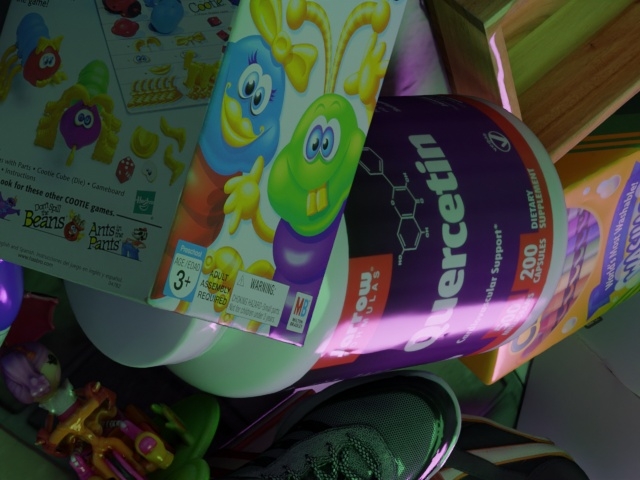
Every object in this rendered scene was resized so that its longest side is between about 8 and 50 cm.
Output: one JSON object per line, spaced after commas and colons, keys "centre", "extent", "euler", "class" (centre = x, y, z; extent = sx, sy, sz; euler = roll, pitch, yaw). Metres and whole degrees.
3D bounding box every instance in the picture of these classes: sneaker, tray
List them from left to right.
{"centre": [-0.009, 0.165, 1.174], "extent": [0.268, 0.101, 0.153], "euler": [-29, -177, -16], "class": "sneaker"}
{"centre": [0.085, 0.230, 1.641], "extent": [0.321, 0.127, 0.126], "euler": [2, 122, -21], "class": "sneaker"}
{"centre": [0.259, -0.236, 1.340], "extent": [0.411, 0.076, 0.203], "euler": [-40, 148, -11], "class": "tray"}

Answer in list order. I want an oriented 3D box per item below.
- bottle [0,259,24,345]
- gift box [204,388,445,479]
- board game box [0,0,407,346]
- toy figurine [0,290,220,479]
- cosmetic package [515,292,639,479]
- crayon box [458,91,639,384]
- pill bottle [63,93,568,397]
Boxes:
{"centre": [-0.227, 0.031, 1.042], "extent": [0.118, 0.092, 0.283], "euler": [4, 123, -46], "class": "bottle"}
{"centre": [-0.013, 0.281, 1.376], "extent": [0.255, 0.276, 0.258], "euler": [-31, -176, -17], "class": "gift box"}
{"centre": [-0.058, -0.104, 0.948], "extent": [0.142, 0.144, 0.275], "euler": [20, 87, -57], "class": "board game box"}
{"centre": [-0.157, 0.100, 1.137], "extent": [0.159, 0.173, 0.130], "euler": [44, 87, -17], "class": "toy figurine"}
{"centre": [0.302, 0.224, 1.793], "extent": [0.156, 0.217, 0.385], "euler": [-26, 146, -29], "class": "cosmetic package"}
{"centre": [0.200, -0.018, 1.513], "extent": [0.323, 0.083, 0.203], "euler": [-28, 145, -27], "class": "crayon box"}
{"centre": [0.000, 0.000, 1.195], "extent": [0.323, 0.181, 0.181], "euler": [-7, 132, -47], "class": "pill bottle"}
